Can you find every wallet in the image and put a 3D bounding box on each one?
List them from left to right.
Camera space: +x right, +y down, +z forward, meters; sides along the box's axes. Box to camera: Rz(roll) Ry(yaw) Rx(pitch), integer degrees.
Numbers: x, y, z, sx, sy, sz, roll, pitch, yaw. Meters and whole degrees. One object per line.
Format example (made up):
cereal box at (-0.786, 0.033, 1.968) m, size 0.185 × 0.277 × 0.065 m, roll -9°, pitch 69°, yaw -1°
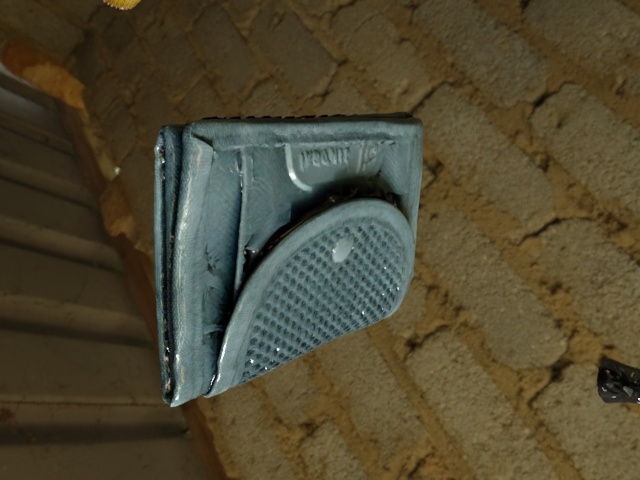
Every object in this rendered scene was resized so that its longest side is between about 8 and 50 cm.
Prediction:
wallet at (0.000, 0.000, 0.589) m, size 0.075 × 0.237 × 0.342 m, roll 17°, pitch -160°, yaw 36°

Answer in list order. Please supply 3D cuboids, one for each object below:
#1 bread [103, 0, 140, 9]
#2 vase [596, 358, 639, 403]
bread at (-0.244, -0.320, 0.741) m, size 0.085 × 0.053 × 0.085 m, roll 11°, pitch -109°, yaw -34°
vase at (0.422, 0.181, 0.736) m, size 0.059 × 0.059 × 0.167 m, roll 37°, pitch 158°, yaw -30°
